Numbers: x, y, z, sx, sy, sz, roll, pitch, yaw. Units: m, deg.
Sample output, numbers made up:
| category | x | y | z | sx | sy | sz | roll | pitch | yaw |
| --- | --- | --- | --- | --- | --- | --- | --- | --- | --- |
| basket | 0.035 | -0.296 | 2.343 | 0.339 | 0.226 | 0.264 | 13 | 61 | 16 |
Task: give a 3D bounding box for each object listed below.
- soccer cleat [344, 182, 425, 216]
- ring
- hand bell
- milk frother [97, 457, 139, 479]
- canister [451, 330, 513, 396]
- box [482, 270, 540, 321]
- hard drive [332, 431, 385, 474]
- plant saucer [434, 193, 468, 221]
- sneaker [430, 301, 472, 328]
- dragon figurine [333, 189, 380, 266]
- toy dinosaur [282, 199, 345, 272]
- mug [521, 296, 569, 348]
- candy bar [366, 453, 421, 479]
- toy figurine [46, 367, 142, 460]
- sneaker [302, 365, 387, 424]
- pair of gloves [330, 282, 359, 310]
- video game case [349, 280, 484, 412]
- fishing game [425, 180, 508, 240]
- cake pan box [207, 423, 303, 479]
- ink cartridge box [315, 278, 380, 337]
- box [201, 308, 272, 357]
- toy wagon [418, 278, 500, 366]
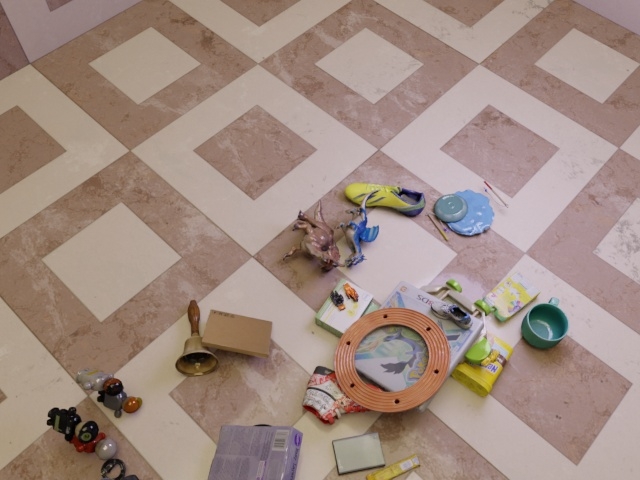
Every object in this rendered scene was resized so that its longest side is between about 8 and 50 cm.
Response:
| category | x | y | z | sx | sy | sz | roll | pitch | yaw |
| --- | --- | --- | --- | --- | --- | --- | --- | --- | --- |
| soccer cleat | 0.231 | -0.166 | 2.155 | 0.289 | 0.121 | 0.093 | 14 | 59 | 7 |
| ring | 0.206 | 0.341 | 1.760 | 0.337 | 0.032 | 0.336 | -10 | 49 | 12 |
| hand bell | -0.389 | 0.284 | 1.885 | 0.126 | 0.126 | 0.242 | -9 | 46 | -7 |
| milk frother | -0.561 | 0.649 | 1.615 | 0.143 | 0.134 | 0.129 | 33 | 62 | 17 |
| canister | 0.496 | 0.372 | 1.861 | 0.126 | 0.073 | 0.170 | 33 | 61 | 18 |
| box | 0.620 | 0.189 | 1.997 | 0.179 | 0.043 | 0.105 | -31 | 64 | -22 |
| hard drive | 0.108 | 0.605 | 1.732 | 0.135 | 0.022 | 0.094 | -9 | 59 | -7 |
| plant saucer | 0.463 | -0.121 | 2.162 | 0.120 | 0.021 | 0.119 | -5 | 58 | 8 |
| sneaker | 0.385 | 0.206 | 1.791 | 0.135 | 0.058 | 0.052 | 23 | 62 | 33 |
| dragon figurine | 0.141 | -0.038 | 2.078 | 0.144 | 0.085 | 0.289 | 51 | 52 | -22 |
| toy dinosaur | 0.000 | 0.000 | 2.053 | 0.201 | 0.127 | 0.295 | 19 | 44 | -1 |
| mug | 0.711 | 0.268 | 1.917 | 0.158 | 0.097 | 0.129 | -24 | 62 | -17 |
| candy bar | 0.209 | 0.646 | 1.712 | 0.162 | 0.018 | 0.040 | -20 | 65 | -14 |
| toy figurine | -0.611 | 0.476 | 1.677 | 0.148 | 0.213 | 0.209 | 14 | 53 | 21 |
| sneaker | 0.081 | 0.480 | 1.771 | 0.270 | 0.090 | 0.145 | 19 | 61 | 14 |
| pair of gloves | 0.077 | 0.179 | 1.940 | 0.083 | 0.010 | 0.074 | -28 | 63 | -15 |
| video game case | 0.270 | 0.302 | 1.813 | 0.300 | 0.036 | 0.329 | 27 | 65 | 34 |
| fishing game | 0.528 | -0.097 | 2.173 | 0.264 | 0.041 | 0.189 | -31 | 62 | -9 |
| cake pan box | -0.184 | 0.620 | 1.622 | 0.246 | 0.070 | 0.266 | -9 | 53 | 28 |
| ink cartridge box | 0.125 | 0.248 | 1.937 | 0.235 | 0.056 | 0.171 | 28 | 61 | 17 |
| box | -0.251 | 0.283 | 1.855 | 0.201 | 0.021 | 0.164 | 13 | 28 | -6 |
| toy wagon | 0.396 | 0.276 | 1.861 | 0.267 | 0.068 | 0.344 | -39 | 51 | -14 |
